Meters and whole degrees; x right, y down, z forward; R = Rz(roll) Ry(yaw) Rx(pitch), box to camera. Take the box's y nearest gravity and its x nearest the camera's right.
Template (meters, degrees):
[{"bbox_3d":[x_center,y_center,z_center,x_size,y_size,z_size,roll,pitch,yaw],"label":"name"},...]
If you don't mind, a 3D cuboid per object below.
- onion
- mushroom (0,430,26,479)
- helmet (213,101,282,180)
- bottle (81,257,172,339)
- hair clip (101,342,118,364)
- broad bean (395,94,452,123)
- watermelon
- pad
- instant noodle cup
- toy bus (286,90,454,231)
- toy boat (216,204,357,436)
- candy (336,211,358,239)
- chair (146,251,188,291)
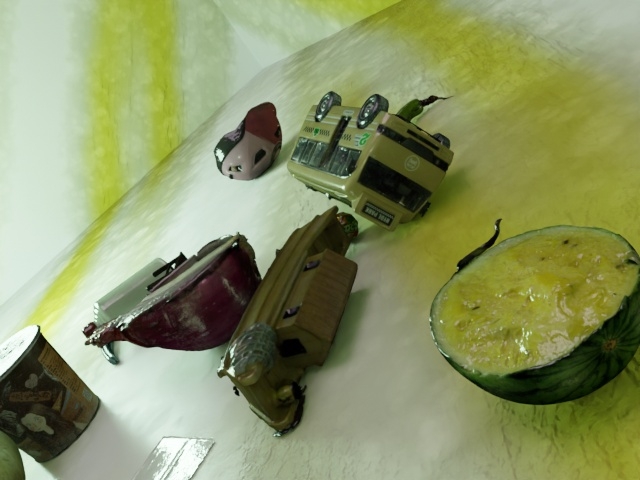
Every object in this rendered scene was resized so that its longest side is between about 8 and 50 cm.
[{"bbox_3d":[-0.247,0.139,1.267,0.348,0.159,0.267,-35,10,3],"label":"onion"},{"bbox_3d":[-0.671,0.460,1.149,0.352,0.260,0.352,-25,21,10],"label":"mushroom"},{"bbox_3d":[-0.199,-0.278,2.046,0.253,0.154,0.198,-34,-18,-15],"label":"helmet"},{"bbox_3d":[-0.447,0.149,1.593,0.245,0.104,0.104,-38,20,-24],"label":"bottle"},{"bbox_3d":[-0.506,0.237,1.645,0.083,0.048,0.275,-34,27,1],"label":"hair clip"},{"bbox_3d":[0.178,-0.244,1.520,0.098,0.056,0.318,-1,40,49],"label":"broad bean"},{"bbox_3d":[0.224,0.082,0.689,0.204,0.127,0.232,-46,25,-19],"label":"watermelon"},{"bbox_3d":[-0.260,0.384,1.002,0.156,0.004,0.232,-16,30,45],"label":"pad"},{"bbox_3d":[-0.580,0.315,1.365,0.217,0.207,0.217,-32,23,15],"label":"instant noodle cup"},{"bbox_3d":[0.080,-0.152,1.277,0.202,0.176,0.365,-63,24,2],"label":"toy bus"},{"bbox_3d":[-0.028,0.091,1.067,0.162,0.136,0.445,-20,26,26],"label":"toy boat"},{"bbox_3d":[0.000,0.000,1.326,0.201,0.060,0.060,-27,22,45],"label":"candy"},{"bbox_3d":[-0.274,0.068,1.529,0.212,0.101,0.084,-34,22,12],"label":"chair"}]
